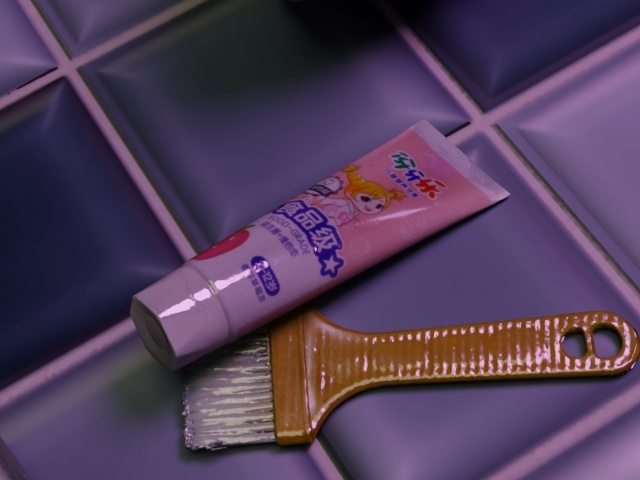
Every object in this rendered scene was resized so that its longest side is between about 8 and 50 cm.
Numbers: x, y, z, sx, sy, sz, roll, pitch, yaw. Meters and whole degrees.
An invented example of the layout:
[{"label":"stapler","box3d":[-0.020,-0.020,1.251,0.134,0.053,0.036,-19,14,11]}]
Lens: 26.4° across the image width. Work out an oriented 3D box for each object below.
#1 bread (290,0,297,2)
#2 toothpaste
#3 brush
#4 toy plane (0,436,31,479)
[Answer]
[{"label":"bread","box3d":[0.036,-0.271,0.746,0.192,0.171,0.314,-13,59,-3]},{"label":"toothpaste","box3d":[0.000,0.000,0.660,0.194,0.043,0.067,-30,58,-26]},{"label":"brush","box3d":[0.041,0.055,0.644,0.218,0.010,0.083,-5,58,3]},{"label":"toy plane","box3d":[-0.126,0.172,0.569,0.226,0.058,0.226,-3,55,2]}]
